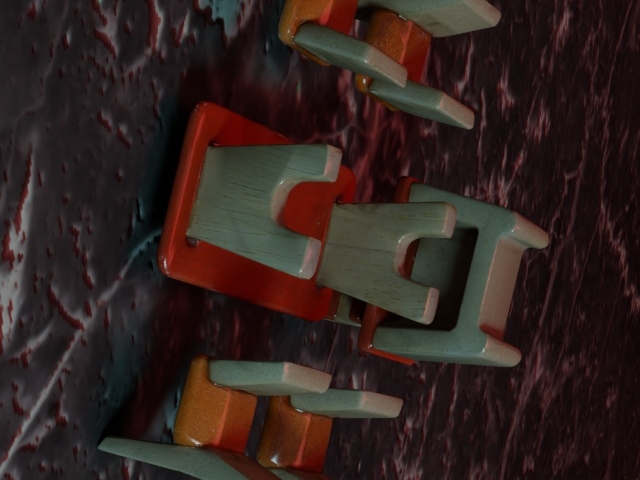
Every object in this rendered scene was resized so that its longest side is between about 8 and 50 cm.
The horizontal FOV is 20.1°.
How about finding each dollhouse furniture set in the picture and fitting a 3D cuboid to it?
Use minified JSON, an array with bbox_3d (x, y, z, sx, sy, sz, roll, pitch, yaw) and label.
[{"bbox_3d":[0.000,0.000,0.916,0.259,0.135,0.262,23,79,-58],"label":"dollhouse furniture set"}]
